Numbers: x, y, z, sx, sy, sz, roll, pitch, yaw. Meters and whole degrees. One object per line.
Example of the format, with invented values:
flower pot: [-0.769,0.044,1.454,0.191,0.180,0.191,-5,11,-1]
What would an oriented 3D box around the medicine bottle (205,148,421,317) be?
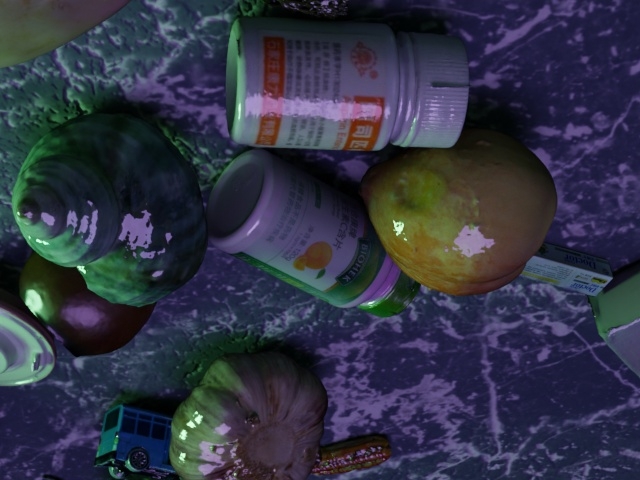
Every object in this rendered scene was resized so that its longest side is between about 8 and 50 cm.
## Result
medicine bottle: [0.000,0.000,1.662,0.274,0.133,0.133,27,128,-34]

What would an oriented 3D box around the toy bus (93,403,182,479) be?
toy bus: [-0.229,0.307,1.990,0.185,0.106,0.090,17,155,-24]

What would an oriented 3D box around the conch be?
conch: [-0.247,-0.037,1.539,0.195,0.220,0.277,18,-174,28]

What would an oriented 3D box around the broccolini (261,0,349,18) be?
broccolini: [-0.083,-0.262,1.423,0.239,0.051,0.054,0,-177,-6]

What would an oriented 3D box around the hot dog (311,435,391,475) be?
hot dog: [0.042,0.343,2.125,0.144,0.038,0.062,-14,139,7]

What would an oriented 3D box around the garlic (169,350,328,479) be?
garlic: [-0.111,0.263,1.918,0.245,0.160,0.245,-14,117,-31]

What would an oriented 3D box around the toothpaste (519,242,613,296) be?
toothpaste: [0.315,0.035,1.820,0.164,0.034,0.046,15,134,-23]

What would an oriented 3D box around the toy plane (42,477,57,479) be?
toy plane: [-0.366,0.444,2.163,0.226,0.058,0.226,-26,136,25]

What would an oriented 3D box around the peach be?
peach: [0.157,-0.042,1.591,0.232,0.232,0.232,-4,139,-4]

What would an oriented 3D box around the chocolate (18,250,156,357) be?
chocolate: [-0.280,0.055,1.680,0.177,0.177,0.177,-4,139,-4]

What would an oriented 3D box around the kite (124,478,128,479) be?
kite: [-0.324,0.461,2.132,0.368,0.014,0.406,5,143,-22]

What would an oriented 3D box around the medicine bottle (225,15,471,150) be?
medicine bottle: [0.026,-0.169,1.468,0.252,0.144,0.144,-1,138,-11]

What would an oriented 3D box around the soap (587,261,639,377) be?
soap: [0.566,0.101,1.884,0.296,0.107,0.285,-31,131,23]

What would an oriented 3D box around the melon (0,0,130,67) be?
melon: [-0.283,-0.281,1.236,0.317,0.223,0.223,-23,137,24]

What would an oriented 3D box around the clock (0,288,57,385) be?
clock: [-0.459,0.124,1.744,0.244,0.056,0.244,9,147,6]
